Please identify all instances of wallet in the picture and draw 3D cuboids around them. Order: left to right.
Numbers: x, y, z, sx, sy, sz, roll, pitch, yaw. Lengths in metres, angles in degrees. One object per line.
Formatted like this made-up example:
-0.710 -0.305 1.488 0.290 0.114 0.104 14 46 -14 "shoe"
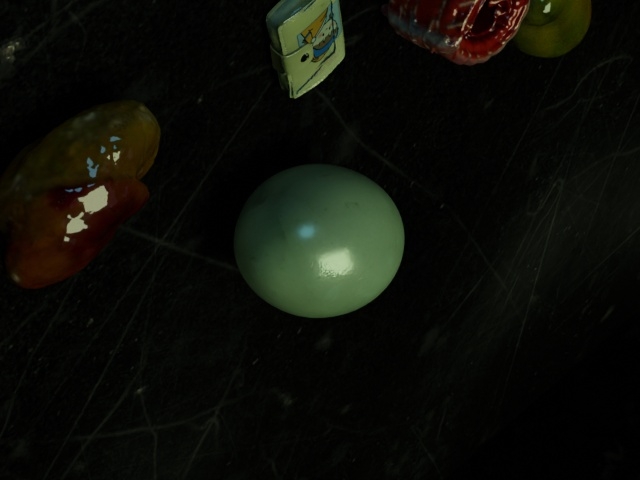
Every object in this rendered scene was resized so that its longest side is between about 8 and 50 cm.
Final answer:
-0.013 -0.247 1.900 0.110 0.039 0.155 -46 155 -18 "wallet"

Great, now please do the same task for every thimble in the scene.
0.186 -0.322 2.061 0.189 0.125 0.163 -22 139 -50 "thimble"

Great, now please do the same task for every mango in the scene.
0.318 -0.345 2.251 0.289 0.129 0.146 42 63 -74 "mango"

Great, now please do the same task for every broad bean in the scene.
-0.251 -0.049 1.636 0.228 0.122 0.156 -42 153 -15 "broad bean"

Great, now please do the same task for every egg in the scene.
0.000 0.000 2.067 0.283 0.203 0.203 -8 131 -59 "egg"
